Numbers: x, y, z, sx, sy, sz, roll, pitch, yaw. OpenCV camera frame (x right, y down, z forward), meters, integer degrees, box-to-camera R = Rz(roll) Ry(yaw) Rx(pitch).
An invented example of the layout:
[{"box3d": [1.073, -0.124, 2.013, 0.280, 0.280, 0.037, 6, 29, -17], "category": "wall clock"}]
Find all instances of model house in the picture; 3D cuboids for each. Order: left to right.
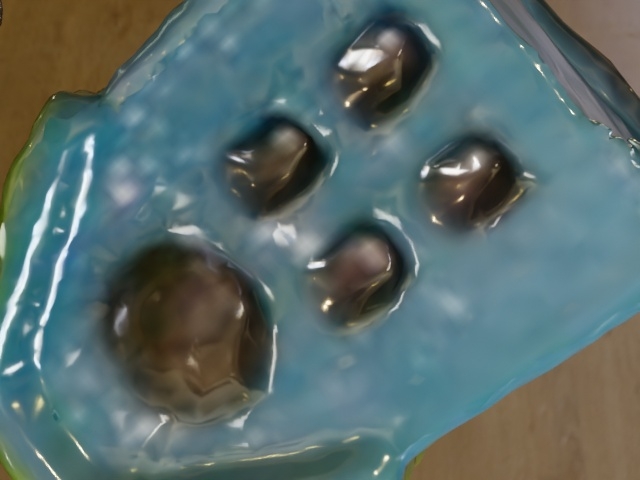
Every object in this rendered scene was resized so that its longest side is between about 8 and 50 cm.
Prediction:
[{"box3d": [0.000, 0.000, 0.598, 0.215, 0.303, 0.237, 48, 14, 4], "category": "model house"}]

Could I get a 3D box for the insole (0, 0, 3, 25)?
[{"box3d": [-0.348, -0.127, 0.799, 0.328, 0.111, 0.007, -3, 38, -13], "category": "insole"}]
